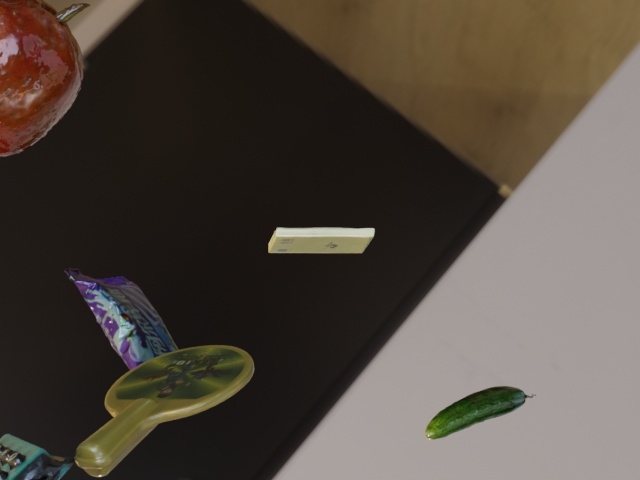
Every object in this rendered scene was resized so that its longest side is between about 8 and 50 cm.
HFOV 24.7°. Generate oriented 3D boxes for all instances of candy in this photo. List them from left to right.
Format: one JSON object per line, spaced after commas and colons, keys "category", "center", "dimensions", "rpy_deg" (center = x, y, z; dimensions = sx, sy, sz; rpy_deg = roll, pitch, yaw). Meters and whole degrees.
{"category": "candy", "center": [-0.327, 0.148, 2.520], "dimensions": [0.145, 0.070, 0.275], "rpy_deg": [0, -135, -54]}

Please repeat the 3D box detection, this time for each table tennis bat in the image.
{"category": "table tennis bat", "center": [-0.212, 0.215, 1.911], "dimensions": [0.198, 0.321, 0.050], "rpy_deg": [-2, 111, 31]}

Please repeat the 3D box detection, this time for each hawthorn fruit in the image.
{"category": "hawthorn fruit", "center": [-0.323, -0.189, 1.504], "dimensions": [0.179, 0.200, 0.179], "rpy_deg": [55, -173, -11]}

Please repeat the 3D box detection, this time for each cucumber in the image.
{"category": "cucumber", "center": [0.185, 0.200, 1.730], "dimensions": [0.039, 0.168, 0.039], "rpy_deg": [33, 132, 47]}

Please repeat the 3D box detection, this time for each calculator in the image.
{"category": "calculator", "center": [-0.434, 0.339, 1.768], "dimensions": [0.058, 0.274, 0.248], "rpy_deg": [49, 161, -15]}

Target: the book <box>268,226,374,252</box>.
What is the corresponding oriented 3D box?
{"category": "book", "center": [0.000, -0.001, 1.635], "dimensions": [0.111, 0.014, 0.077], "rpy_deg": [0, 166, -9]}
